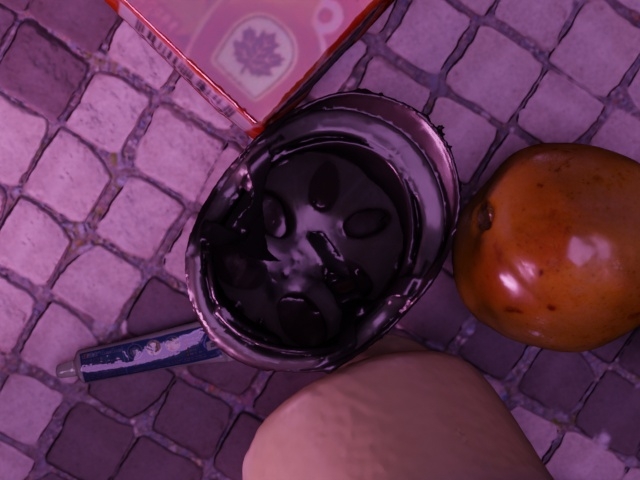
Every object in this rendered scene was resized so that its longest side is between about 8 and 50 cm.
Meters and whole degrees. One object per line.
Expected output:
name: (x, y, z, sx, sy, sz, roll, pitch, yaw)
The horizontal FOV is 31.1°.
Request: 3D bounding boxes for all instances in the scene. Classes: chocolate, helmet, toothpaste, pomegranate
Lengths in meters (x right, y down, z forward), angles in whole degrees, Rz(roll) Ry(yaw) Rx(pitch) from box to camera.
chocolate: (0.059, 0.266, 1.154, 0.326, 0.297, 0.314, -23, 145, -21)
helmet: (0.000, 0.000, 1.178, 0.225, 0.177, 0.305, 45, 81, 2)
toothpaste: (-0.191, 0.124, 1.256, 0.197, 0.035, 0.057, -11, 106, -5)
chocolate: (-0.069, -0.259, 1.167, 0.237, 0.108, 0.235, 44, 92, -7)
pomegranate: (0.251, 0.005, 1.174, 0.233, 0.233, 0.233, -1, 99, -3)
